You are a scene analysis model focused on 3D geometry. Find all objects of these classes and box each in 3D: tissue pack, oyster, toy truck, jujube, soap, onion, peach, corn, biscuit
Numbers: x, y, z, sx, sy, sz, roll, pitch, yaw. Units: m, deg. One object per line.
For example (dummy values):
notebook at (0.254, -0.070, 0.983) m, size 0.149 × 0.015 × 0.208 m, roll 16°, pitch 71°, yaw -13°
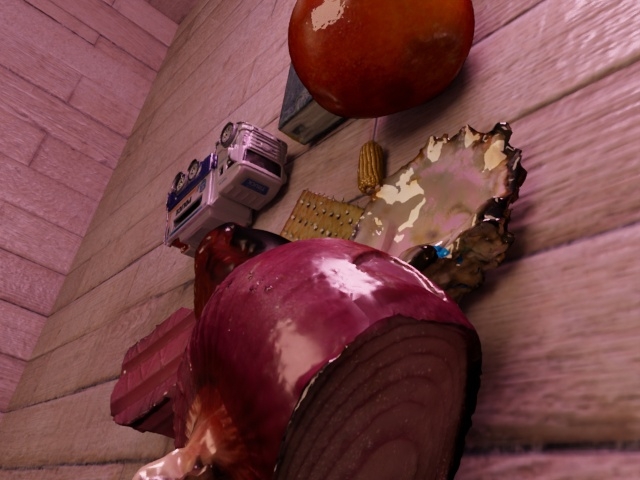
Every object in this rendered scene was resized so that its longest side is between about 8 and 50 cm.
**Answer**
tissue pack at (0.022, -0.311, 0.996) m, size 0.185 × 0.081 × 0.256 m, roll -28°, pitch 44°, yaw 42°
oyster at (0.109, -0.002, 0.589) m, size 0.198 × 0.092 × 0.259 m, roll -11°, pitch 46°, yaw 52°
toy truck at (-0.177, -0.085, 1.055) m, size 0.268 × 0.125 × 0.155 m, roll -34°, pitch 45°, yaw 40°
jujube at (-0.083, 0.061, 0.716) m, size 0.168 × 0.168 × 0.236 m, roll -54°, pitch 46°, yaw 10°
soap at (-0.200, 0.193, 0.847) m, size 0.289 × 0.112 × 0.182 m, roll -40°, pitch 36°, yaw 31°
onion at (-0.014, 0.119, 0.469) m, size 0.256 × 0.272 × 0.230 m, roll -58°, pitch 36°, yaw -3°
peach at (0.077, -0.264, 0.752) m, size 0.243 × 0.244 × 0.199 m, roll -65°, pitch -14°, yaw -10°
corn at (0.069, -0.098, 0.780) m, size 0.037 × 0.037 × 0.092 m, roll -30°, pitch 40°, yaw 41°
biscuit at (0.000, 0.000, 0.814) m, size 0.139 × 0.016 × 0.231 m, roll -62°, pitch 30°, yaw -3°
